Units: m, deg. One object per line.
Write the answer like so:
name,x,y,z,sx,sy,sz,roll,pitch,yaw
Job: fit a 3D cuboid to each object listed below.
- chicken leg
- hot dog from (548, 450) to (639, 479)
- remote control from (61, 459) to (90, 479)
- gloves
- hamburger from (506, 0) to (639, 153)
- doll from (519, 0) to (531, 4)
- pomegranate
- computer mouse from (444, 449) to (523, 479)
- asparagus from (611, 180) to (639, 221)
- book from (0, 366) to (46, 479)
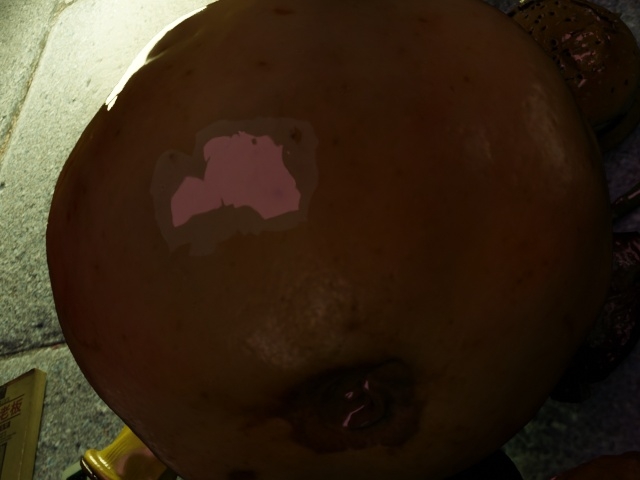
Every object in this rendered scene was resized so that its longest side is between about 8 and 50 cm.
chicken leg,0.270,0.040,0.572,0.253,0.051,0.106,-39,52,10
hot dog,0.200,0.304,0.349,0.267,0.174,0.387,2,59,27
remote control,-0.297,0.354,0.828,0.065,0.029,0.166,-34,43,17
gloves,-0.141,0.163,0.786,0.133,0.116,0.294,26,74,37
hamburger,0.242,-0.172,0.682,0.185,0.113,0.177,-49,44,2
doll,0.229,-0.358,0.841,0.286,0.091,0.202,11,59,52
pomegranate,0.000,0.000,0.525,0.412,0.411,0.411,-19,53,28
computer mouse,0.042,0.238,0.564,0.269,0.100,0.170,2,24,42
asparagus,0.312,-0.057,0.617,0.248,0.024,0.025,-36,40,17
book,-0.480,0.321,0.992,0.161,0.026,0.230,-26,50,23
